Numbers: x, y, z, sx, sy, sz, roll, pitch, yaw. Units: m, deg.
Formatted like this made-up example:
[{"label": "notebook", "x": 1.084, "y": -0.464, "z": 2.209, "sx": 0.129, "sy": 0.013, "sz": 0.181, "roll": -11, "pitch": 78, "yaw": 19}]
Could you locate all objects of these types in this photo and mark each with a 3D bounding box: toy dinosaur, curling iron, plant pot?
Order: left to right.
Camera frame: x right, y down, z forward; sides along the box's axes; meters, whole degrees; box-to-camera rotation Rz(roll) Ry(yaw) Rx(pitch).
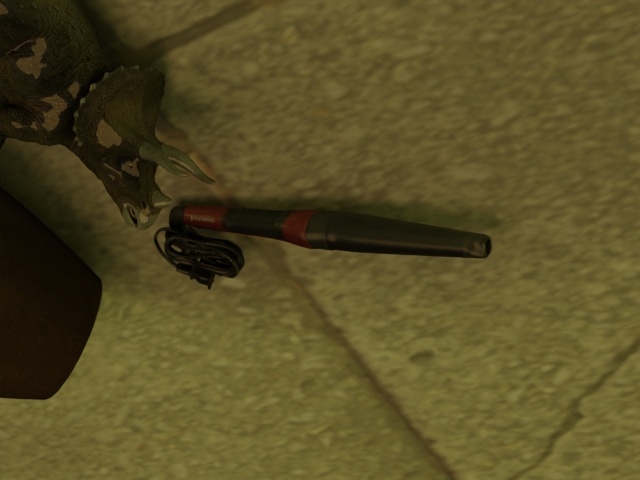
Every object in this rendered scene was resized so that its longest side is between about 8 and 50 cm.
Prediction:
[{"label": "plant pot", "x": -0.296, "y": 0.031, "z": 1.533, "sx": 0.230, "sy": 0.215, "sz": 0.215, "roll": 26, "pitch": 137, "yaw": -19}, {"label": "toy dinosaur", "x": -0.219, "y": -0.141, "z": 1.407, "sx": 0.160, "sy": 0.121, "sz": 0.313, "roll": -29, "pitch": 109, "yaw": 27}, {"label": "curling iron", "x": 0.000, "y": 0.000, "z": 1.464, "sx": 0.274, "sy": 0.035, "sz": 0.068, "roll": -2, "pitch": 132, "yaw": 27}]
